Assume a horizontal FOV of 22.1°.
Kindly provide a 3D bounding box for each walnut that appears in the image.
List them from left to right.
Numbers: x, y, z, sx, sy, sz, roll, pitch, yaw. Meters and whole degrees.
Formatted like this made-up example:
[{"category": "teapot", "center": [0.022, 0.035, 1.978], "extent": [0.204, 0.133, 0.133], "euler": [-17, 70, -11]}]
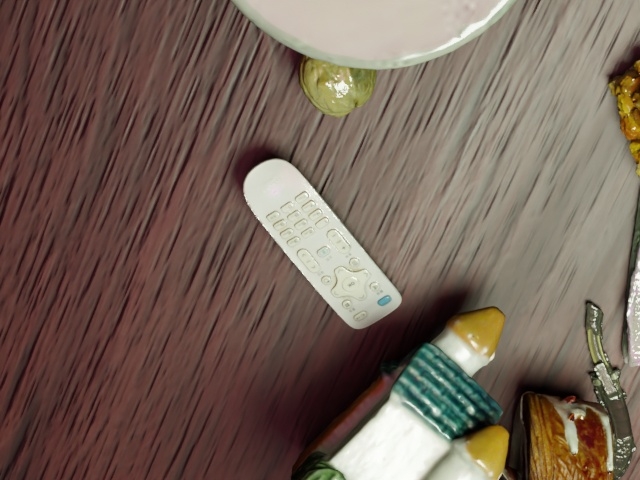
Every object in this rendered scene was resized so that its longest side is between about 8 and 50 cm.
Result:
[{"category": "walnut", "center": [0.018, -0.177, 1.734], "extent": [0.092, 0.092, 0.092], "euler": [1, 107, 4]}]

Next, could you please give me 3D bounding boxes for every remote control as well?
[{"category": "remote control", "center": [0.000, 0.000, 1.810], "extent": [0.073, 0.044, 0.229], "euler": [-35, 110, 16]}]

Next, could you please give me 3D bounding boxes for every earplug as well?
[{"category": "earplug", "center": [0.055, -0.350, 1.514], "extent": [0.312, 0.394, 0.313], "euler": [1, 108, 3]}]

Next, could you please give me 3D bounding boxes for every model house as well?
[{"category": "model house", "center": [0.123, 0.213, 1.761], "extent": [0.190, 0.271, 0.301], "euler": [41, 93, 2]}]

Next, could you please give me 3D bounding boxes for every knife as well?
[{"category": "knife", "center": [0.328, 0.174, 1.849], "extent": [0.045, 0.021, 0.222], "euler": [-6, 107, 9]}]

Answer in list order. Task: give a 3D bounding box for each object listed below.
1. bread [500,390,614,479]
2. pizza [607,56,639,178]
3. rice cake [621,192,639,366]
[{"category": "bread", "center": [0.250, 0.272, 1.784], "extent": [0.142, 0.224, 0.212], "euler": [4, 85, 0]}, {"category": "pizza", "center": [0.398, -0.190, 1.702], "extent": [0.161, 0.085, 0.305], "euler": [22, 106, -2]}, {"category": "rice cake", "center": [0.361, 0.040, 1.799], "extent": [0.047, 0.036, 0.207], "euler": [4, 106, -2]}]
